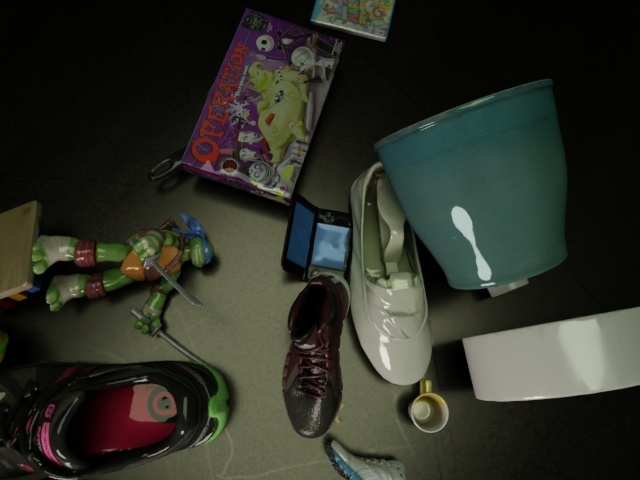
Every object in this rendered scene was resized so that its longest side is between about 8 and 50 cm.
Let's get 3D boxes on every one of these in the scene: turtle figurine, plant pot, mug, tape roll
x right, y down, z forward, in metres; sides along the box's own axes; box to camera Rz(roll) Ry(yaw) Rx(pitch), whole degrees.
[{"bbox_3d":[-0.308,0.074,0.798,0.266,0.198,0.274,-3,73,-9],"label":"turtle figurine"},{"bbox_3d":[0.251,-0.072,0.762,0.272,0.271,0.255,-20,94,-8],"label":"plant pot"},{"bbox_3d":[0.182,0.284,0.843,0.062,0.064,0.078,35,76,6],"label":"mug"},{"bbox_3d":[0.374,0.175,0.773,0.286,0.286,0.100,-9,76,-6],"label":"tape roll"}]

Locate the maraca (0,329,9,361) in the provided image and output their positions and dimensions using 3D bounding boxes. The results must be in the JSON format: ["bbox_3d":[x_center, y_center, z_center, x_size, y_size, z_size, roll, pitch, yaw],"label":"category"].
[{"bbox_3d":[-0.567,0.169,0.781,0.127,0.186,0.099,-17,112,-37],"label":"maraca"}]

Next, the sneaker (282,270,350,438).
[{"bbox_3d":[-0.022,0.185,0.787,0.106,0.162,0.281,4,85,12],"label":"sneaker"}]

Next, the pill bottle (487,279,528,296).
[{"bbox_3d":[0.311,0.013,0.907,0.094,0.094,0.169,-19,78,-8],"label":"pill bottle"}]

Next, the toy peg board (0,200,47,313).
[{"bbox_3d":[-0.519,0.041,0.825,0.161,0.079,0.161,-19,59,9],"label":"toy peg board"}]

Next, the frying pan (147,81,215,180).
[{"bbox_3d":[-0.156,-0.199,0.955,0.197,0.053,0.326,29,77,4],"label":"frying pan"}]

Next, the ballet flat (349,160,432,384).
[{"bbox_3d":[0.118,0.040,0.852,0.139,0.139,0.400,-3,71,-4],"label":"ballet flat"}]

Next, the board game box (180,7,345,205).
[{"bbox_3d":[-0.100,-0.257,0.933,0.208,0.056,0.346,17,75,3],"label":"board game box"}]

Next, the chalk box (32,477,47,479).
[{"bbox_3d":[-0.386,0.460,0.714,0.213,0.132,0.132,21,74,12],"label":"chalk box"}]

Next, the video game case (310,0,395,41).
[{"bbox_3d":[0.072,-0.499,1.066,0.166,0.015,0.119,13,75,0],"label":"video game case"}]

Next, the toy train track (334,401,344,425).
[{"bbox_3d":[0.010,0.283,0.861,0.048,0.014,0.083,-35,74,-4],"label":"toy train track"}]

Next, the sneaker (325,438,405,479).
[{"bbox_3d":[0.091,0.384,0.817,0.191,0.071,0.083,43,71,-1],"label":"sneaker"}]

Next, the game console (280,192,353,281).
[{"bbox_3d":[0.000,0.000,0.895,0.124,0.085,0.144,10,76,-1],"label":"game console"}]

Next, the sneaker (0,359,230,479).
[{"bbox_3d":[-0.387,0.260,0.740,0.483,0.202,0.185,-10,75,-3],"label":"sneaker"}]
